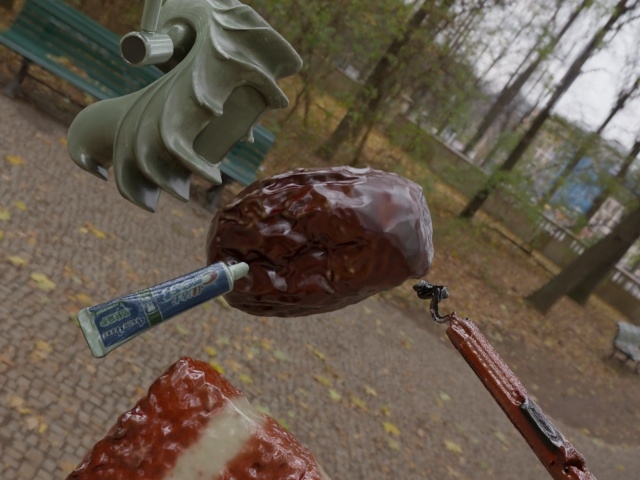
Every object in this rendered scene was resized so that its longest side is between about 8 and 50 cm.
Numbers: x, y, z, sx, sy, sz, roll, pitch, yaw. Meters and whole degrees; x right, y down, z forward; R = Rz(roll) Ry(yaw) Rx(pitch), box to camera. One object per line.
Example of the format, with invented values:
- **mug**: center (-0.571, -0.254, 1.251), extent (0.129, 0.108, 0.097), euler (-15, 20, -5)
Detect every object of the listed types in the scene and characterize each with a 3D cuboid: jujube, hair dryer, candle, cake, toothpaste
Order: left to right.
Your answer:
- **hair dryer**: center (-0.182, -0.252, 0.866), extent (0.038, 0.124, 0.063), euler (19, 19, 10)
- **toothpaste**: center (-0.169, 0.067, 0.888), extent (0.057, 0.197, 0.035), euler (67, -21, 0)
- **cake**: center (-0.135, 0.343, 0.993), extent (0.319, 0.269, 0.270), euler (42, -8, 5)
- **jujube**: center (-0.001, 0.000, 1.356), extent (0.377, 0.276, 0.276), euler (-3, 6, 11)
- **candle**: center (0.102, 0.078, 0.458), extent (0.167, 0.021, 0.026), euler (57, -12, 40)

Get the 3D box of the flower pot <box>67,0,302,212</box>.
- **flower pot**: center (-0.219, -0.217, 1.265), extent (0.254, 0.367, 0.164), euler (40, 2, 29)
